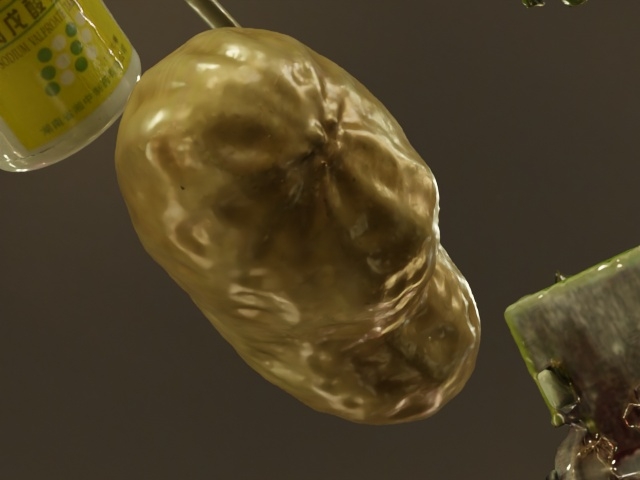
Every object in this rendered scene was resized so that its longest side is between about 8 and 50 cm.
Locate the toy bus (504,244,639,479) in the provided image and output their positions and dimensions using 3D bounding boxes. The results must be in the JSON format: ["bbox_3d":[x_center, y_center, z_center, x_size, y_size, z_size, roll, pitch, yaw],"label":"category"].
[{"bbox_3d":[0.193,0.129,0.643,0.139,0.113,0.301,-23,-94,-42],"label":"toy bus"}]

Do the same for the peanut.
[{"bbox_3d":[0.000,0.000,1.171,0.387,0.192,0.169,54,-140,-50],"label":"peanut"}]

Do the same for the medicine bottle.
[{"bbox_3d":[-0.251,-0.184,1.246,0.143,0.143,0.258,-40,-58,-8],"label":"medicine bottle"}]

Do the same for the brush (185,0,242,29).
[{"bbox_3d":[-0.039,-0.150,1.639,0.039,0.042,0.299,-34,-61,19],"label":"brush"}]

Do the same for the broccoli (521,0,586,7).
[{"bbox_3d":[0.159,-0.204,1.182,0.095,0.097,0.092,-19,-58,0],"label":"broccoli"}]
